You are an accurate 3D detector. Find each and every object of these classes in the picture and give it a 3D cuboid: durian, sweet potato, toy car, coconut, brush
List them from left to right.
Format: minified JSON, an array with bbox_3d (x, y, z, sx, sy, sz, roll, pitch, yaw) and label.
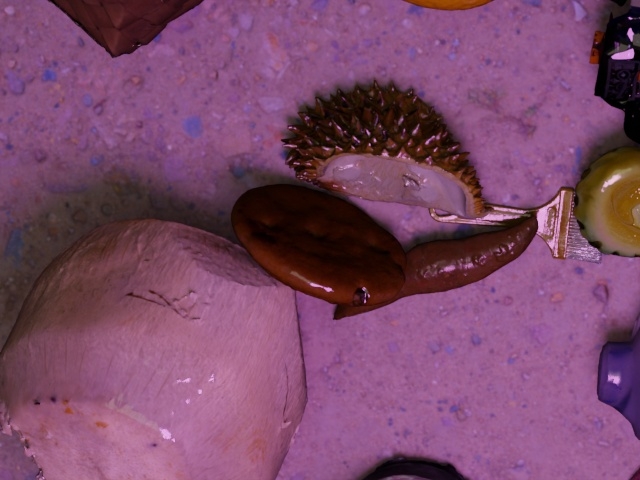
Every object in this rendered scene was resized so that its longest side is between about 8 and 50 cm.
[{"bbox_3d":[-0.177,0.150,1.906,0.346,0.360,0.346,11,130,14],"label":"coconut"},{"bbox_3d":[0.076,-0.092,1.935,0.252,0.144,0.139,4,119,3],"label":"durian"},{"bbox_3d":[0.127,0.034,1.971,0.274,0.067,0.067,-22,96,18],"label":"sweet potato"},{"bbox_3d":[0.226,-0.025,1.971,0.205,0.011,0.083,7,101,8],"label":"brush"},{"bbox_3d":[0.440,-0.180,1.834,0.301,0.193,0.118,12,58,9],"label":"toy car"}]

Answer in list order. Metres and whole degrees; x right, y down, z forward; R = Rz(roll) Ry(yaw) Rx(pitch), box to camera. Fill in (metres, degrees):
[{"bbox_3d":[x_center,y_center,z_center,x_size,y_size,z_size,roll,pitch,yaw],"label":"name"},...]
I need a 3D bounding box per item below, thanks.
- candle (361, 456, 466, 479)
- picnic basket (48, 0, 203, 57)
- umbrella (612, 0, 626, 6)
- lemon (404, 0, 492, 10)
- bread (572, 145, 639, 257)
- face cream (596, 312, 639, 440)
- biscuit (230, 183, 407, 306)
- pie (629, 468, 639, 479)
[{"bbox_3d":[0.098,0.386,1.904,0.187,0.330,0.187,2,107,6],"label":"candle"},{"bbox_3d":[-0.184,-0.411,1.858,0.293,0.337,0.337,40,103,8],"label":"picnic basket"},{"bbox_3d":[0.403,-0.389,1.837,0.340,0.118,0.118,-38,92,11],"label":"umbrella"},{"bbox_3d":[0.125,-0.342,1.842,0.257,0.188,0.188,18,102,-1],"label":"lemon"},{"bbox_3d":[0.349,-0.043,1.907,0.139,0.071,0.130,12,115,-12],"label":"bread"},{"bbox_3d":[0.519,0.156,1.914,0.420,0.137,0.234,2,99,0],"label":"face cream"},{"bbox_3d":[0.000,0.000,1.913,0.212,0.212,0.036,27,119,3],"label":"biscuit"},{"bbox_3d":[0.422,0.320,1.987,0.154,0.036,0.154,2,101,9],"label":"pie"}]
